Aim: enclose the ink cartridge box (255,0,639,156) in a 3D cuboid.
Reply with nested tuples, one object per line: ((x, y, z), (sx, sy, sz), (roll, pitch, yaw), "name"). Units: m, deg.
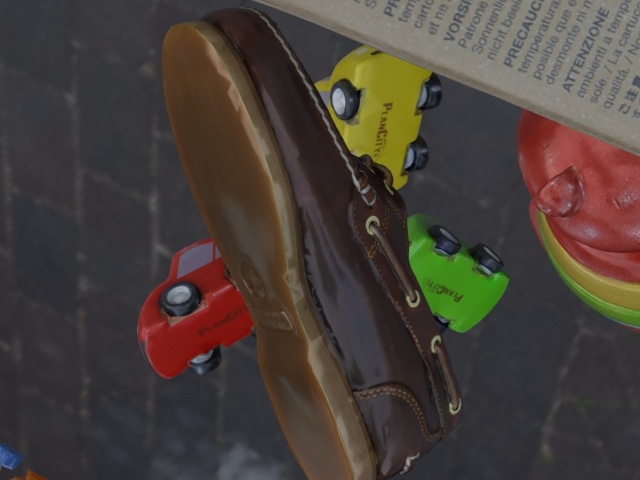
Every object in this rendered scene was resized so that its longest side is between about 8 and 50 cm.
((0.080, -0.161, 0.550), (0.193, 0.088, 0.234), (22, 103, -15), "ink cartridge box")

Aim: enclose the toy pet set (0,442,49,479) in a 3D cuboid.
((-0.173, 0.126, 0.802), (0.122, 0.065, 0.114), (31, 179, -42), "toy pet set")

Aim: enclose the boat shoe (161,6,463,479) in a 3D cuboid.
((0.000, 0.000, 0.707), (0.073, 0.073, 0.207), (18, 131, 56), "boat shoe")

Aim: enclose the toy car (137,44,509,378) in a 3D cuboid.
((0.024, -0.001, 1.048), (0.225, 0.239, 0.053), (25, -159, -45), "toy car")

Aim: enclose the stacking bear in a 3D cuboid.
((0.195, -0.033, 1.057), (0.164, 0.175, 0.289), (63, -167, 18), "stacking bear")
